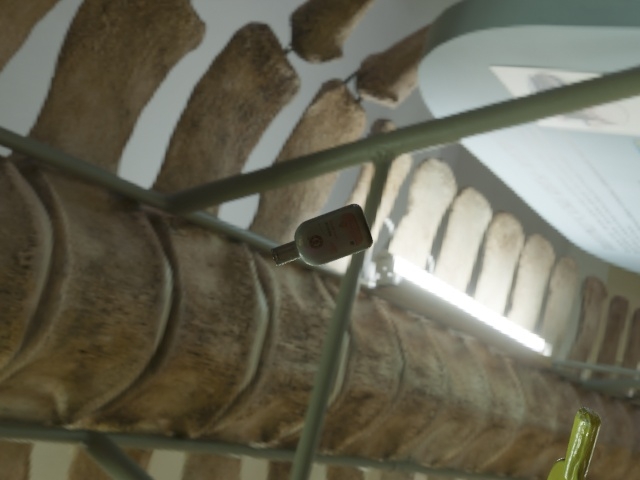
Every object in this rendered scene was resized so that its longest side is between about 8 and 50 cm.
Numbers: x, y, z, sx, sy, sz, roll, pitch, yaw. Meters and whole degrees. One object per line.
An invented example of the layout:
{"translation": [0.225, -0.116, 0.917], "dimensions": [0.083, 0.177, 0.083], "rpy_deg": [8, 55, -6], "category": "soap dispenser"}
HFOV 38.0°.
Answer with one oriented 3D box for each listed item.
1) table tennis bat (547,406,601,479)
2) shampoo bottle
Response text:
{"translation": [0.544, 0.533, 2.013], "dimensions": [0.224, 0.054, 0.368], "rpy_deg": [-111, 28, -73], "category": "table tennis bat"}
{"translation": [0.000, 0.000, 1.531], "dimensions": [0.040, 0.165, 0.080], "rpy_deg": [-50, -59, -86], "category": "shampoo bottle"}
